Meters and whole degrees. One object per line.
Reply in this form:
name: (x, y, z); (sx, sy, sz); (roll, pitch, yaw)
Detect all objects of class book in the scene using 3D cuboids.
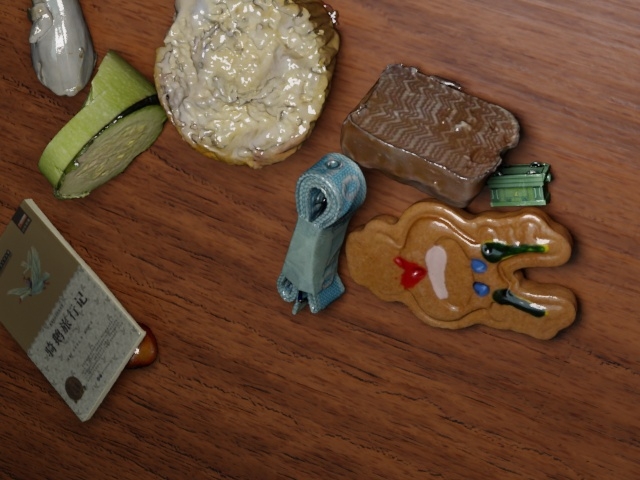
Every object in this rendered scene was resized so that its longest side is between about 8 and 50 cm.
book: (-0.428, 0.113, 1.983); (0.310, 0.021, 0.217); (46, 121, 17)

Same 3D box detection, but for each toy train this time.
toy train: (0.266, -0.075, 1.649); (0.093, 0.038, 0.056); (-1, 115, 23)

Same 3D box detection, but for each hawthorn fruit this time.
hawthorn fruit: (-0.295, 0.169, 1.963); (0.077, 0.077, 0.077); (8, 112, 20)

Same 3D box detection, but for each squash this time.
squash: (-0.329, -0.165, 1.764); (0.133, 0.220, 0.220); (44, 120, 1)

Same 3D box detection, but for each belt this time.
belt: (0.000, 0.000, 1.711); (0.087, 0.072, 0.302); (33, 143, 16)

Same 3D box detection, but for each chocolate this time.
chocolate: (0.146, -0.132, 1.617); (0.214, 0.148, 0.093); (28, 148, 15)

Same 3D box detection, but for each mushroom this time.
mushroom: (-0.396, -0.349, 1.800); (0.099, 0.096, 0.278); (-16, 105, -19)

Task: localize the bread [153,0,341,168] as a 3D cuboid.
bread: (-0.097, -0.237, 1.679); (0.274, 0.149, 0.274); (8, 107, 25)

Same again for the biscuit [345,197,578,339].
biscuit: (0.190, 0.039, 1.701); (0.334, 0.047, 0.202); (7, 121, 25)
